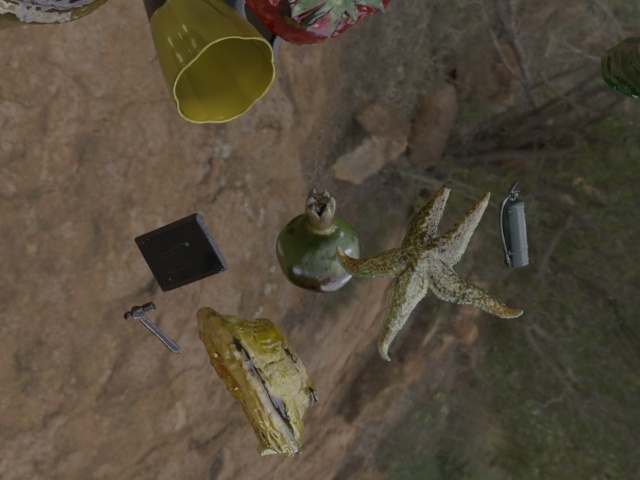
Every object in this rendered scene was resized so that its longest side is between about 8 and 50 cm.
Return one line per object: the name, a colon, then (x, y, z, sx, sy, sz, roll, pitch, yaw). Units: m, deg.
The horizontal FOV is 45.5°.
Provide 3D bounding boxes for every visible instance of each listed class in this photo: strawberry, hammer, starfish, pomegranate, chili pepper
strawberry: (-0.013, -0.434, 1.162, 0.258, 0.277, 0.257, -6, 115, -14)
hammer: (-0.328, 0.186, 1.557, 0.065, 0.021, 0.178, -25, 134, 7)
starfish: (0.119, 0.031, 0.836, 0.223, 0.217, 0.050, -63, 164, -14)
pomegranate: (0.000, 0.000, 0.986, 0.114, 0.115, 0.142, -41, 147, -39)
chili pepper: (0.531, -0.278, 1.240, 0.270, 0.136, 0.099, -72, -176, -73)

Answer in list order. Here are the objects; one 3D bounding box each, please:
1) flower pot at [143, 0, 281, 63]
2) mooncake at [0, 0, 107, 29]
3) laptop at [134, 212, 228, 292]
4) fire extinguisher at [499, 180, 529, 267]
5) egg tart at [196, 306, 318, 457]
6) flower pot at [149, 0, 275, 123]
flower pot: (-0.223, -0.456, 1.609, 0.379, 0.380, 0.250, 10, 78, -61)
mooncake: (-0.458, -0.499, 1.075, 0.394, 0.246, 0.392, -3, 94, -54)
laptop: (-0.291, 0.028, 1.571, 0.135, 0.197, 0.016, 62, 34, -12)
fire extinguisher: (0.190, -0.015, 0.759, 0.038, 0.025, 0.083, -26, 115, -42)
egg tart: (-0.080, 0.180, 1.014, 0.106, 0.241, 0.241, -29, 140, -14)
flower pot: (-0.199, -0.330, 1.325, 0.195, 0.179, 0.195, -25, 151, -15)
